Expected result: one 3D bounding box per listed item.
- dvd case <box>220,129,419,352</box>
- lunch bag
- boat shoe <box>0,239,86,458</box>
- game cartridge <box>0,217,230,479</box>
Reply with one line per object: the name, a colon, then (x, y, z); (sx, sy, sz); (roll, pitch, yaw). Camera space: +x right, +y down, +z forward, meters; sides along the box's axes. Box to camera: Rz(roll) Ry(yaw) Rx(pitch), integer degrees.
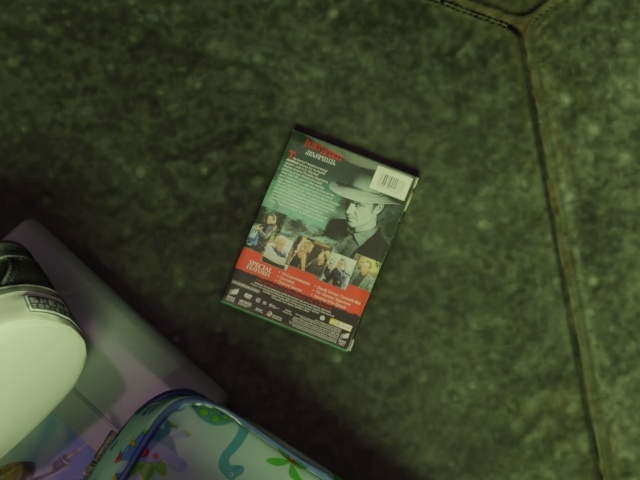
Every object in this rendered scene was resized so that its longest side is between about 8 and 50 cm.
dvd case: (0.000, 0.000, 1.197); (0.087, 0.013, 0.119); (21, 80, 7)
lunch bag: (-0.048, 0.201, 1.088); (0.219, 0.090, 0.176); (34, 80, -13)
boat shoe: (-0.270, 0.114, 1.093); (0.301, 0.108, 0.102); (-42, 46, 6)
game cartridge: (-0.205, 0.156, 1.153); (0.198, 0.062, 0.297); (40, 82, 14)
